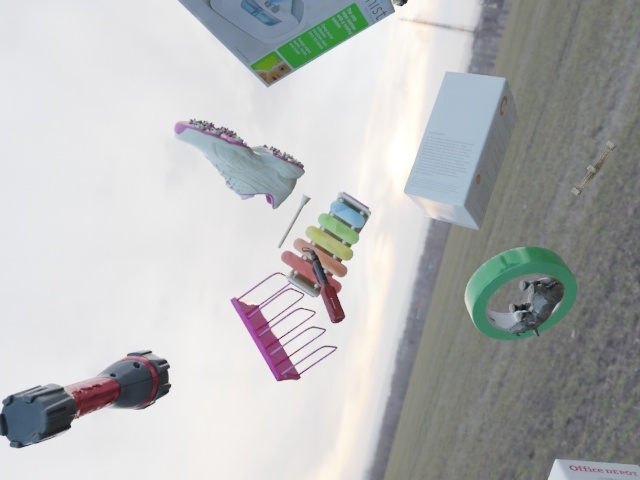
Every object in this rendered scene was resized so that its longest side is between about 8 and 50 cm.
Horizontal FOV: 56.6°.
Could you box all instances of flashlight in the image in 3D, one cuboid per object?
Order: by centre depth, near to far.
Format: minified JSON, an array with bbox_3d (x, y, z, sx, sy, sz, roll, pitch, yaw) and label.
[{"bbox_3d":[-0.352,0.244,0.939,0.103,0.103,0.304,-62,-14,5],"label":"flashlight"}]

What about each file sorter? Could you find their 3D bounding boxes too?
[{"bbox_3d":[-0.105,0.265,1.854,0.182,0.291,0.202,-35,-19,6],"label":"file sorter"}]

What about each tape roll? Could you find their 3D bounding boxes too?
[{"bbox_3d":[0.603,0.166,1.797,0.077,0.321,0.321,-102,14,-51],"label":"tape roll"}]

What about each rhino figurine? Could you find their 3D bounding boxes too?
[{"bbox_3d":[0.552,0.181,1.536,0.243,0.106,0.073,95,168,-46],"label":"rhino figurine"}]

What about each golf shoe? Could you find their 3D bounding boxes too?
[{"bbox_3d":[-0.186,-0.164,1.308,0.140,0.306,0.115,-63,24,14],"label":"golf shoe"}]

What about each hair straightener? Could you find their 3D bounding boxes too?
[{"bbox_3d":[0.003,0.122,1.627,0.231,0.047,0.089,63,172,13],"label":"hair straightener"}]

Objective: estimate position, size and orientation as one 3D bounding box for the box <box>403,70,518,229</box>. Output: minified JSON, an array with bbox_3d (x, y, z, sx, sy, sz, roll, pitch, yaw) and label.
[{"bbox_3d":[0.378,-0.234,1.573,0.215,0.168,0.346,33,-104,-60],"label":"box"}]

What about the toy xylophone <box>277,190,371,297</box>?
[{"bbox_3d":[0.000,0.000,1.765,0.081,0.236,0.323,-3,-63,-82],"label":"toy xylophone"}]

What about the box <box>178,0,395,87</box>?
[{"bbox_3d":[-0.058,-0.372,0.806,0.262,0.231,0.127,34,-144,-58],"label":"box"}]

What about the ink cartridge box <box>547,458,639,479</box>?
[{"bbox_3d":[0.683,0.663,1.362,0.307,0.223,0.129,-92,8,-67],"label":"ink cartridge box"}]

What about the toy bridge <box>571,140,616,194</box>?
[{"bbox_3d":[0.839,-0.218,1.824,0.063,0.026,0.188,-8,-47,-55],"label":"toy bridge"}]

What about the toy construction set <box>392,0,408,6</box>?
[{"bbox_3d":[0.177,-0.795,1.751,0.327,0.151,0.215,-151,64,-75],"label":"toy construction set"}]
